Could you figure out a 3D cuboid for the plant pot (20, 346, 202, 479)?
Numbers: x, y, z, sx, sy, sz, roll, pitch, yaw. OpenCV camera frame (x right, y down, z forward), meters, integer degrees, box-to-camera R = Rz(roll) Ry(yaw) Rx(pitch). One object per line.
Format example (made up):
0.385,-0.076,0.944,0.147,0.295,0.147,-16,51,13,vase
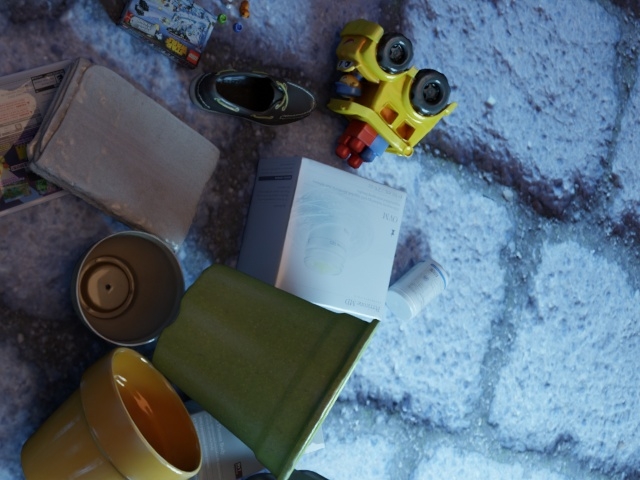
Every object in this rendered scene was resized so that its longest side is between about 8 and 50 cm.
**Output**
-0.299,0.283,1.327,0.188,0.205,0.205,-34,114,7,plant pot

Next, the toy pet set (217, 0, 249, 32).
-0.143,-0.408,1.505,0.122,0.065,0.114,24,78,-34,toy pet set

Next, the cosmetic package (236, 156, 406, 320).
0.000,0.000,1.576,0.224,0.138,0.225,15,84,-34,cosmetic package

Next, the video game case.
-0.416,-0.142,1.347,0.201,0.023,0.184,-24,104,-33,video game case

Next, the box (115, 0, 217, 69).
-0.233,-0.335,1.467,0.137,0.027,0.094,29,74,-32,box

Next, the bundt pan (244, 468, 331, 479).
-0.078,0.498,1.511,0.330,0.124,0.331,-16,118,-33,bundt pan

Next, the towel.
-0.283,-0.122,1.408,0.282,0.049,0.187,36,66,-37,towel

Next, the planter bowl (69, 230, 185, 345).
-0.292,0.068,1.386,0.162,0.109,0.162,1,88,-33,planter bowl

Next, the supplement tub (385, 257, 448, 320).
0.175,0.088,1.741,0.107,0.071,0.071,-38,112,-27,supplement tub

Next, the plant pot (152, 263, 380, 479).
-0.090,0.169,1.381,0.253,0.276,0.276,31,70,6,plant pot

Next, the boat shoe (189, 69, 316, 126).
-0.095,-0.228,1.543,0.227,0.068,0.081,0,91,-35,boat shoe

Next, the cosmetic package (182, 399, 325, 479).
-0.119,0.298,1.522,0.237,0.107,0.127,-14,96,-31,cosmetic package

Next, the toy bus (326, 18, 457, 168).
0.088,-0.237,1.642,0.220,0.149,0.211,41,85,-26,toy bus
